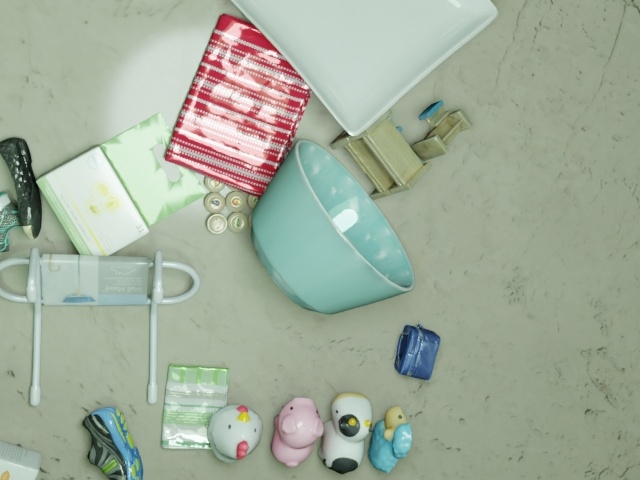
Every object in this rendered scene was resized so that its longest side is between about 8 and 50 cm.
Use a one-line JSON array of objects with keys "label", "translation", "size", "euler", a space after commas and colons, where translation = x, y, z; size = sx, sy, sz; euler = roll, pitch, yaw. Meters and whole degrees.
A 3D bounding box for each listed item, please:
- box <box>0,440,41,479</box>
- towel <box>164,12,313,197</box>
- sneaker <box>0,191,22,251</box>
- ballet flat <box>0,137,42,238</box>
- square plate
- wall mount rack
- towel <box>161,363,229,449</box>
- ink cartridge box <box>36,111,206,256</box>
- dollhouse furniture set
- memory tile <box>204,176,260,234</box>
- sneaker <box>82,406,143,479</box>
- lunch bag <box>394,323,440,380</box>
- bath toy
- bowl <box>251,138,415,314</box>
[{"label": "box", "translation": [-0.578, 0.408, 1.828], "size": [0.171, 0.091, 0.130], "euler": [21, 94, -13]}, {"label": "towel", "translation": [-0.127, -0.229, 1.843], "size": [0.199, 0.031, 0.274], "euler": [21, 90, -13]}, {"label": "sneaker", "translation": [-0.554, 0.002, 1.788], "size": [0.076, 0.065, 0.166], "euler": [42, 91, -18]}, {"label": "ballet flat", "translation": [-0.495, -0.085, 1.785], "size": [0.049, 0.057, 0.173], "euler": [-12, 86, 3]}, {"label": "square plate", "translation": [0.064, -0.402, 1.809], "size": [0.344, 0.049, 0.347], "euler": [-41, 90, -11]}, {"label": "wall mount rack", "translation": [-0.379, 0.141, 1.816], "size": [0.350, 0.130, 0.304], "euler": [1, 136, -10]}, {"label": "towel", "translation": [-0.222, 0.298, 1.917], "size": [0.113, 0.023, 0.151], "euler": [4, 98, -13]}, {"label": "ink cartridge box", "translation": [-0.332, -0.088, 1.822], "size": [0.235, 0.056, 0.171], "euler": [-29, 103, -4]}, {"label": "dollhouse furniture set", "translation": [0.139, -0.183, 1.880], "size": [0.183, 0.129, 0.129], "euler": [-45, 105, -27]}, {"label": "memory tile", "translation": [-0.146, -0.086, 1.875], "size": [0.113, 0.012, 0.147], "euler": [-3, 98, -13]}, {"label": "sneaker", "translation": [-0.364, 0.381, 1.888], "size": [0.078, 0.067, 0.188], "euler": [-14, 104, 13]}, {"label": "lunch bag", "translation": [0.172, 0.199, 1.956], "size": [0.065, 0.067, 0.098], "euler": [12, 95, -13]}, {"label": "bath toy", "translation": [-0.022, 0.341, 1.898], "size": [0.349, 0.129, 0.151], "euler": [5, 96, -15]}, {"label": "bowl", "translation": [0.000, 0.000, 1.799], "size": [0.163, 0.311, 0.311], "euler": [-36, 104, 16]}]
